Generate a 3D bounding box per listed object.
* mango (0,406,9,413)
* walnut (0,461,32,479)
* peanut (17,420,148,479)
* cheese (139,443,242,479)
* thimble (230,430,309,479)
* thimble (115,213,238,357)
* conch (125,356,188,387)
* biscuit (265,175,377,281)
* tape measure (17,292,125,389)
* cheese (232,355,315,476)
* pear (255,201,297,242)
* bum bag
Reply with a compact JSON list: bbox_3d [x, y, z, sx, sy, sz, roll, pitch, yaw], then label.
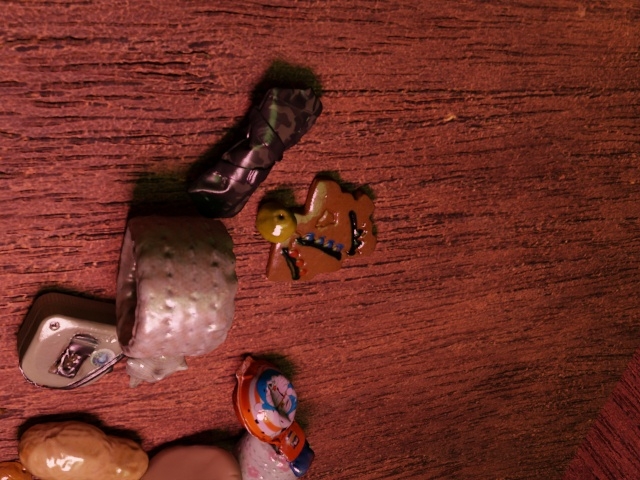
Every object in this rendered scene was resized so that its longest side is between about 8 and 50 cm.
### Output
[{"bbox_3d":[-0.776,0.372,1.453,0.317,0.176,0.119,-14,105,-8],"label":"mango"},{"bbox_3d":[-0.722,0.566,1.704,0.091,0.052,0.121,-35,131,2],"label":"walnut"},{"bbox_3d":[-0.538,0.498,1.700,0.319,0.147,0.147,27,107,-37],"label":"peanut"},{"bbox_3d":[-0.323,0.619,1.819,0.266,0.233,0.127,-2,122,1],"label":"cheese"},{"bbox_3d":[-0.128,0.576,1.968,0.149,0.185,0.211,-53,159,17],"label":"thimble"},{"bbox_3d":[-0.291,0.084,1.446,0.195,0.291,0.291,2,122,-27],"label":"thimble"},{"bbox_3d":[-0.360,0.263,1.628,0.234,0.114,0.137,-57,159,7],"label":"conch"},{"bbox_3d":[0.001,0.001,1.696,0.301,0.043,0.278,-41,133,4],"label":"biscuit"},{"bbox_3d":[-0.500,0.225,1.535,0.235,0.115,0.207,18,111,-38],"label":"tape measure"},{"bbox_3d":[-0.115,0.437,1.839,0.129,0.217,0.329,-20,106,31],"label":"cheese"},{"bbox_3d":[-0.098,-0.035,1.584,0.092,0.092,0.097,-22,163,-14],"label":"pear"},{"bbox_3d":[-0.131,-0.176,1.459,0.340,0.095,0.144,-47,147,11],"label":"bum bag"}]
